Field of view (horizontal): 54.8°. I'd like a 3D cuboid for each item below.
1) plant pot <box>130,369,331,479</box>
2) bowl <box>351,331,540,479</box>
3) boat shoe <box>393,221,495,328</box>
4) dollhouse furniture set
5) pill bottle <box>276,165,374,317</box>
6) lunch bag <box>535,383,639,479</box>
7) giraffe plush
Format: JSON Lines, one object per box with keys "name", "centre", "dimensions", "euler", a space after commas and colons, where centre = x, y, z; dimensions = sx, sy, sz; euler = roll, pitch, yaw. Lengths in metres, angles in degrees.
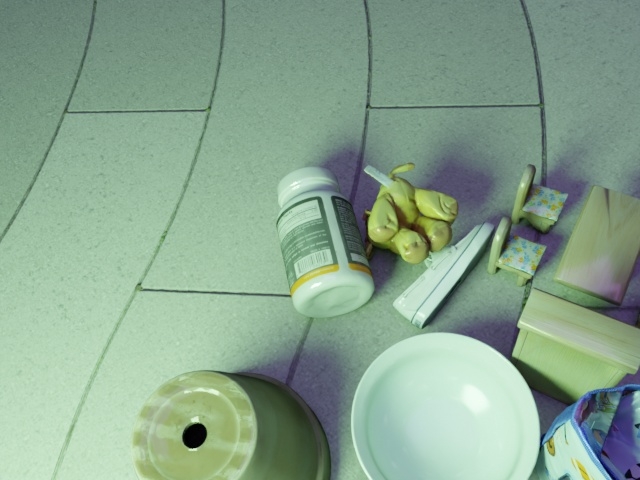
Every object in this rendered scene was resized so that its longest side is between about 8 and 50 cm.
{"name": "plant pot", "centre": [-0.159, 0.343, 0.994], "dimensions": [0.323, 0.280, 0.323], "euler": [-4, 61, 7]}
{"name": "bowl", "centre": [0.204, 0.315, 1.031], "dimensions": [0.298, 0.134, 0.297], "euler": [-5, 60, 8]}
{"name": "boat shoe", "centre": [0.241, 0.050, 1.199], "dimensions": [0.084, 0.095, 0.258], "euler": [36, 71, 21]}
{"name": "dollhouse furniture set", "centre": [0.473, 0.057, 1.062], "dimensions": [0.362, 0.256, 0.394], "euler": [23, 67, 20]}
{"name": "pill bottle", "centre": [0.000, 0.000, 1.231], "dimensions": [0.162, 0.162, 0.278], "euler": [-14, 59, 1]}
{"name": "lunch bag", "centre": [0.498, 0.363, 0.846], "dimensions": [0.386, 0.327, 0.239], "euler": [26, 67, 20]}
{"name": "giraffe plush", "centre": [0.147, -0.032, 1.227], "dimensions": [0.181, 0.170, 0.210], "euler": [-31, 72, -24]}
